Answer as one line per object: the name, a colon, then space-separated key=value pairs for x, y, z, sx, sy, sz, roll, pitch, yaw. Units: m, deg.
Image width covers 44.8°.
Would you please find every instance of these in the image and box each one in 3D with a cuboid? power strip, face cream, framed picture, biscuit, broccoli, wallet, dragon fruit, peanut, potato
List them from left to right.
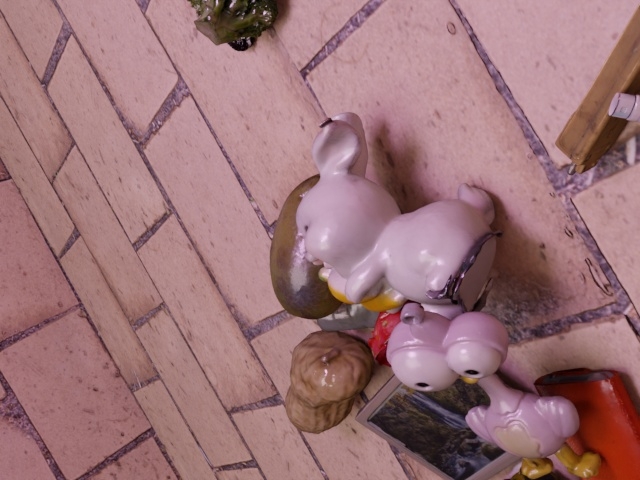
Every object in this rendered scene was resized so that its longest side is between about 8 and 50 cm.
broccoli: x=-0.136 y=-0.369 z=1.192 sx=0.146 sy=0.137 sz=0.162 roll=30 pitch=163 yaw=5
biscuit: x=-0.140 y=-0.362 z=1.291 sx=0.087 sy=0.027 sz=0.089 roll=47 pitch=144 yaw=21
potato: x=0.000 y=0.000 z=1.237 sx=0.174 sy=0.159 sz=0.251 roll=-143 pitch=57 yaw=-66
peanut: x=0.009 y=0.258 z=1.459 sx=0.291 sy=0.143 sz=0.159 roll=111 pitch=157 yaw=-56
dragon fruit: x=0.133 y=0.116 z=1.191 sx=0.110 sy=0.153 sz=0.153 roll=67 pitch=151 yaw=26
framed picture: x=0.207 y=0.289 z=1.243 sx=0.241 sy=0.020 sz=0.324 roll=34 pitch=143 yaw=3
wallet: x=0.384 y=0.270 z=1.043 sx=0.142 sy=0.045 sz=0.204 roll=-23 pitch=94 yaw=59
power strip: x=0.316 y=-0.180 z=0.782 sx=0.044 sy=0.064 sz=0.305 roll=47 pitch=144 yaw=25
face cream: x=0.347 y=-0.126 z=0.771 sx=0.115 sy=0.020 sz=0.038 roll=10 pitch=132 yaw=-2

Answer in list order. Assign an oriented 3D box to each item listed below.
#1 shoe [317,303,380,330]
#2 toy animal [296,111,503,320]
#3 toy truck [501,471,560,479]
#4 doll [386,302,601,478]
shoe: x=0.031 y=0.106 z=1.345 sx=0.251 sy=0.100 sz=0.103 roll=-1 pitch=111 yaw=56
toy animal: x=0.086 y=-0.016 z=1.058 sx=0.310 sy=0.183 sz=0.247 roll=30 pitch=105 yaw=26
toy truck: x=0.315 y=0.425 z=1.182 sx=0.224 sy=0.148 sz=0.165 roll=99 pitch=159 yaw=-45
doll: x=0.216 y=0.189 z=0.989 sx=0.160 sy=0.094 sz=0.365 roll=-18 pitch=130 yaw=44
